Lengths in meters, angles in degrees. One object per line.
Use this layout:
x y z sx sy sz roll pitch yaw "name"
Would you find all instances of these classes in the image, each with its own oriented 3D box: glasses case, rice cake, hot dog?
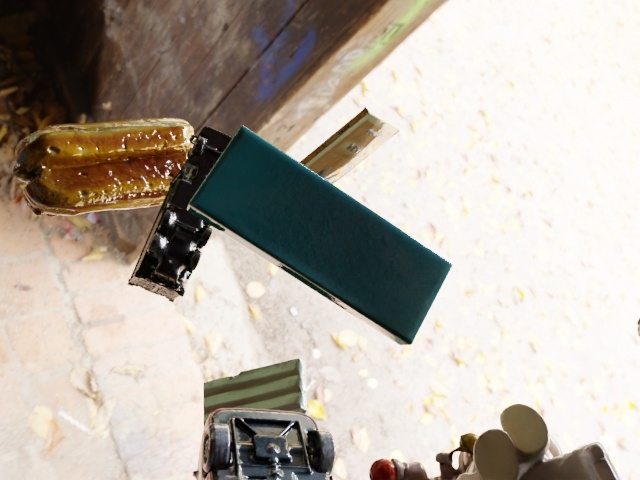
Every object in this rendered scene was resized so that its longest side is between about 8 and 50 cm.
0.001 -0.001 0.812 0.301 0.070 0.117 33 74 -6 "glasses case"
-0.140 0.327 1.456 0.043 0.237 0.127 60 20 -56 "rice cake"
-0.355 -0.126 1.189 0.349 0.117 0.158 -15 95 -44 "hot dog"

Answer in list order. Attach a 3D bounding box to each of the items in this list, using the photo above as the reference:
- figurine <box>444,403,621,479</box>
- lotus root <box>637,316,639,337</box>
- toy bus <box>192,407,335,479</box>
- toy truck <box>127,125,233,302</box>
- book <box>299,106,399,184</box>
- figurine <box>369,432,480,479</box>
0.225 0.270 0.738 0.182 0.256 0.144 -41 67 -8 "figurine"
0.508 0.204 0.839 0.140 0.158 0.322 -4 41 -6 "lotus root"
-0.075 0.453 0.980 0.203 0.233 0.427 9 30 -17 "toy bus"
-0.204 -0.043 1.070 0.088 0.121 0.259 25 69 -16 "toy truck"
0.013 -0.127 1.153 0.018 0.242 0.170 57 19 13 "book"
0.220 0.371 0.983 0.287 0.186 0.176 -6 33 -7 "figurine"
